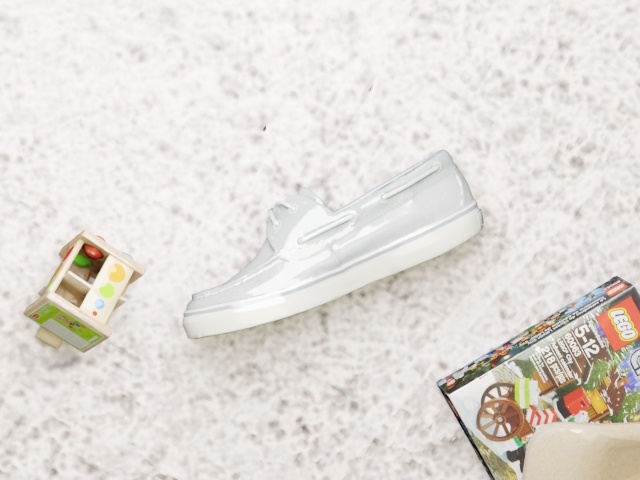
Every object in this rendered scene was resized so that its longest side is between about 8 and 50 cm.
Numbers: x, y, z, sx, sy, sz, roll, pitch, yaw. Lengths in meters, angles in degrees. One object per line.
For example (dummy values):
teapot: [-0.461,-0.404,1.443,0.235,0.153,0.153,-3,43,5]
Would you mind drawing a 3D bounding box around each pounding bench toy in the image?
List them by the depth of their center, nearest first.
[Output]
pounding bench toy: [-0.168,0.037,1.293,0.052,0.083,0.065,34,62,-15]

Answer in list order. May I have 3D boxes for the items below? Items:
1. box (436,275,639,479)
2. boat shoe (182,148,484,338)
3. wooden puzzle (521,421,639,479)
box: [0.211,0.165,1.372,0.159,0.044,0.233,-31,103,-2]
boat shoe: [0.001,0.000,1.303,0.227,0.079,0.081,-23,93,-9]
wooden puzzle: [0.304,0.285,1.347,0.348,0.080,0.322,2,109,-15]
